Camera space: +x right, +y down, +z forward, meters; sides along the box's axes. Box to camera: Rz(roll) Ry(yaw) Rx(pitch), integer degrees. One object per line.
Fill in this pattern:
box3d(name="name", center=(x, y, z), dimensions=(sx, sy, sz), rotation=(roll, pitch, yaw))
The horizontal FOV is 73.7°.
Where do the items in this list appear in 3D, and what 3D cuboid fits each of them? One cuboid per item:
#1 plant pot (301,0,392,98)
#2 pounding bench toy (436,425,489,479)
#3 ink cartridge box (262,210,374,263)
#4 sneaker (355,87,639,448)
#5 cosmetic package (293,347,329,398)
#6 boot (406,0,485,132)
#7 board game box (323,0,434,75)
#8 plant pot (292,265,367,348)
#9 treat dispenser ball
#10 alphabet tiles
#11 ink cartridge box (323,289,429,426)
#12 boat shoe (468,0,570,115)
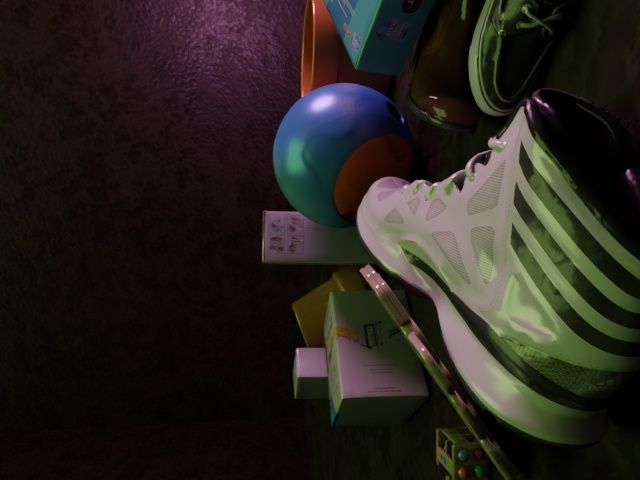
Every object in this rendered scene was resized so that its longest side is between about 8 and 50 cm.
box3d(name="plant pot", center=(0.063, -0.452, 1.079), dimensions=(0.291, 0.203, 0.291), rotation=(179, 90, -82))
box3d(name="pounding bench toy", center=(0.201, 0.318, 0.603), dimensions=(0.065, 0.052, 0.084), rotation=(171, 99, -82))
box3d(name="ink cartridge box", center=(0.000, 0.000, 1.138), dimensions=(0.272, 0.309, 0.130), rotation=(158, 113, -81))
box3d(name="sneaker", center=(0.186, -0.042, 0.479), dimensions=(0.448, 0.168, 0.258), rotation=(-118, 37, -57))
box3d(name="cosmetic package", center=(0.051, 0.325, 1.045), dimensions=(0.117, 0.230, 0.086), rotation=(97, 170, -45))
box3d(name="boot", center=(0.200, -0.306, 0.532), dimensions=(0.281, 0.096, 0.264), rotation=(105, 180, -47))
box3d(name="board game box", center=(0.104, -0.445, 0.571), dimensions=(0.336, 0.079, 0.254), rotation=(116, 146, -48))
box3d(name="plant pot", center=(0.033, 0.194, 1.127), dimensions=(0.205, 0.187, 0.205), rotation=(159, 90, -83))
box3d(name="treat dispenser ball", center=(0.046, -0.171, 0.879), dimensions=(0.288, 0.287, 0.289), rotation=(180, 90, -82))
box3d(name="alphabet tiles", center=(0.143, 0.156, 0.542), dimensions=(0.284, 0.021, 0.278), rotation=(55, -179, -5))
box3d(name="ink cartridge box", center=(0.102, 0.245, 0.903), dimensions=(0.171, 0.168, 0.233), rotation=(98, 170, -50))
box3d(name="boat shoe", center=(0.212, -0.241, 0.442), dimensions=(0.070, 0.077, 0.220), rotation=(-107, 20, -69))
